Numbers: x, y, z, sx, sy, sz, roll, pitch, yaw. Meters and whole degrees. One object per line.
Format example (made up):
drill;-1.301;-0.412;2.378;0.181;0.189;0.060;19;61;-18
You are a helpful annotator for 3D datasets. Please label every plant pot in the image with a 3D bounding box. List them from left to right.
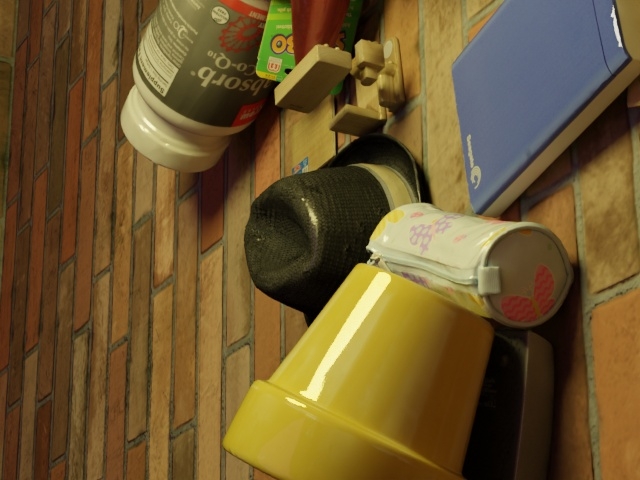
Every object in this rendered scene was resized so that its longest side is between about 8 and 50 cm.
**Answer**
plant pot;0.060;0.164;1.735;0.239;0.254;0.254;-65;25;-6

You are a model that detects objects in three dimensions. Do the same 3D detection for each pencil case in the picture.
pencil case;0.158;0.023;1.822;0.273;0.124;0.113;13;92;63

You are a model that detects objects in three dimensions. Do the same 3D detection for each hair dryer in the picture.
hair dryer;-0.048;-0.352;2.233;0.223;0.080;0.293;-29;80;38

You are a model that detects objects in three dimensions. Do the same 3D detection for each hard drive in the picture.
hard drive;0.182;0.223;1.779;0.172;0.054;0.254;-5;76;64
hard drive;0.241;-0.193;1.798;0.318;0.040;0.210;130;141;-52

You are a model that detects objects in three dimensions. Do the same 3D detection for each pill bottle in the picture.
pill bottle;-0.154;-0.287;2.468;0.363;0.210;0.210;-58;33;38

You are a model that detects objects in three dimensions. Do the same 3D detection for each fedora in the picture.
fedora;0.000;0.000;2.117;0.334;0.152;0.334;-33;52;56

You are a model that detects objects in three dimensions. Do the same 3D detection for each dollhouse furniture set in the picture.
dollhouse furniture set;0.025;-0.231;2.152;0.144;0.151;0.123;-42;45;49

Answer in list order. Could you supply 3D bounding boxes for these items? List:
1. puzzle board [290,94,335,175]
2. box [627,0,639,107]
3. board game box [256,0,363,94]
puzzle board;-0.009;-0.138;2.347;0.128;0.011;0.096;-37;50;55
box;0.369;-0.215;1.596;0.201;0.021;0.164;-1;80;63
board game box;-0.002;-0.338;2.276;0.039;0.124;0.259;-79;2;-86
